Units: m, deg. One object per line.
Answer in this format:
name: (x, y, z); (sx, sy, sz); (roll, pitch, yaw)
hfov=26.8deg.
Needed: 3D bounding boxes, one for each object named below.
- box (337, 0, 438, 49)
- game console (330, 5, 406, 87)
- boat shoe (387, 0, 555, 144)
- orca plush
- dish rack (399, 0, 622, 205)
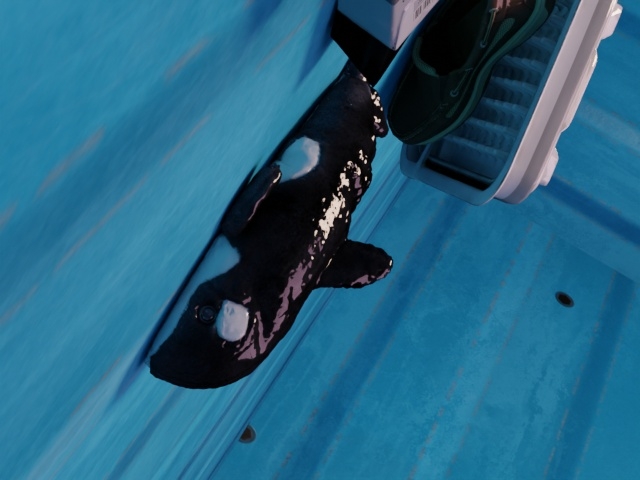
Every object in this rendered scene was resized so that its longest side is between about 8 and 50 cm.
box: (0.063, -0.177, 0.544); (0.145, 0.038, 0.186); (-50, 169, -12)
game console: (0.095, -0.243, 0.698); (0.213, 0.044, 0.361); (-58, 175, -25)
boat shoe: (0.126, -0.190, 1.367); (0.095, 0.095, 0.257); (-8, 149, -37)
orca plush: (0.000, 0.000, 0.897); (0.287, 0.102, 0.151); (-55, 175, -48)
dish rack: (0.204, -0.175, 1.437); (0.285, 0.072, 0.333); (-67, -164, 4)
